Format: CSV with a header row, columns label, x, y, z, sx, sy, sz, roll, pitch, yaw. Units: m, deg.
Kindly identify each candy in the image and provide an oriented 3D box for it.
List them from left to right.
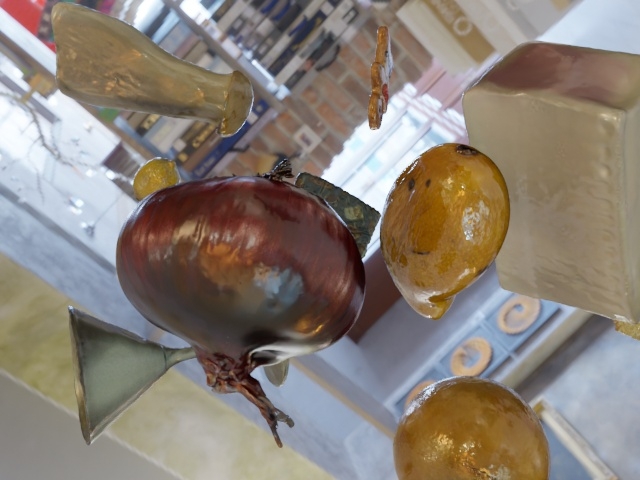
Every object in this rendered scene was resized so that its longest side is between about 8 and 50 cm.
label,x,y,z,sx,sy,sz,roll,pitch,yaw
candy,0.325,-0.067,0.980,0.208,0.145,0.358,17,142,40

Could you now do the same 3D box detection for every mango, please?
label,x,y,z,sx,sy,sz,roll,pitch,yaw
mango,0.135,-0.003,0.904,0.157,0.109,0.262,48,143,29

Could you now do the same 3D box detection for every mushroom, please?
label,x,y,z,sx,sy,sz,roll,pitch,yaw
mushroom,-0.271,-0.266,1.232,0.329,0.122,0.159,16,150,-2

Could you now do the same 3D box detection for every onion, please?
label,x,y,z,sx,sy,sz,roll,pitch,yaw
onion,-0.088,0.061,0.794,0.273,0.285,0.273,8,165,2

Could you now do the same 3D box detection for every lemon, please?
label,x,y,z,sx,sy,sz,roll,pitch,yaw
lemon,-0.317,-0.118,1.483,0.082,0.111,0.082,42,-160,-20

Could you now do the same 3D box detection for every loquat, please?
label,x,y,z,sx,sy,sz,roll,pitch,yaw
loquat,0.255,0.356,1.289,0.263,0.263,0.263,44,-174,-6

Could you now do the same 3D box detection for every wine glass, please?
label,x,y,z,sx,sy,sz,roll,pitch,yaw
wine glass,-0.282,0.228,1.513,0.406,0.267,0.267,-8,-145,-23

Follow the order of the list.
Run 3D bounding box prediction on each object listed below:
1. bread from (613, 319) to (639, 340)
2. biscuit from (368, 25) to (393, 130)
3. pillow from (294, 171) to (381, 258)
label,x,y,z,sx,sy,sz,roll,pitch,yaw
bread,0.596,0.133,1.428,0.152,0.127,0.147,6,-162,-41
biscuit,0.144,-0.364,1.774,0.036,0.250,0.165,3,150,14
pillow,-0.001,-0.002,1.436,0.189,0.255,0.034,25,149,-3
